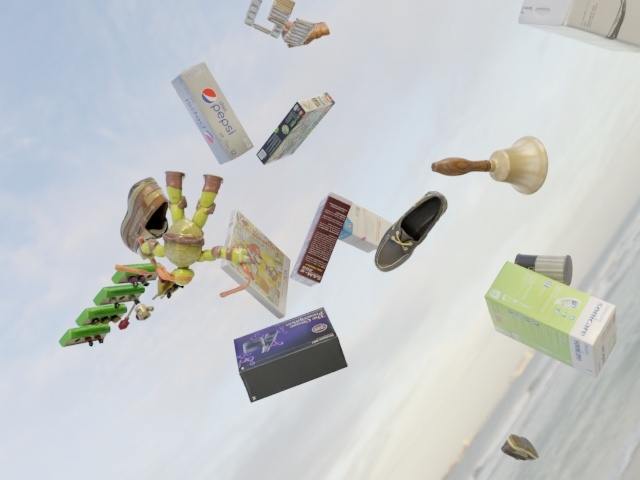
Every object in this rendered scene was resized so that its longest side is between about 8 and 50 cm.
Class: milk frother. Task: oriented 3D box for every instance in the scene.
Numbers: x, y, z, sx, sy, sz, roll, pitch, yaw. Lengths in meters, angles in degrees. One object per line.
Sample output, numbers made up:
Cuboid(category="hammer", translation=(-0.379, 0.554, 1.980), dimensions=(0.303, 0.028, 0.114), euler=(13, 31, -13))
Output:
Cuboid(category="milk frother", translation=(0.606, 0.078, 1.828), dimensions=(0.143, 0.134, 0.129), euler=(-49, -49, -43))

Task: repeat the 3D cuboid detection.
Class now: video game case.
Cuboid(category="video game case", translation=(-0.158, 0.058, 1.726), dimensions=(0.026, 0.227, 0.206), euler=(-28, 36, 25))

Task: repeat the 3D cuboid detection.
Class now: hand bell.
Cuboid(category="hand bell", translation=(0.332, -0.152, 1.407), dimensions=(0.242, 0.126, 0.126), euler=(-4, -46, -24))

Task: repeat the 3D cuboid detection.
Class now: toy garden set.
Cuboid(category="toy garden set", translation=(-0.401, 0.144, 1.448), dimensions=(0.244, 0.049, 0.203), euler=(-46, -20, 22))

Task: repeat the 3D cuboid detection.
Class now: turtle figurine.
Cuboid(category="turtle figurine", translation=(-0.250, -0.013, 1.219), dimensions=(0.087, 0.269, 0.217), euler=(6, -91, -73))

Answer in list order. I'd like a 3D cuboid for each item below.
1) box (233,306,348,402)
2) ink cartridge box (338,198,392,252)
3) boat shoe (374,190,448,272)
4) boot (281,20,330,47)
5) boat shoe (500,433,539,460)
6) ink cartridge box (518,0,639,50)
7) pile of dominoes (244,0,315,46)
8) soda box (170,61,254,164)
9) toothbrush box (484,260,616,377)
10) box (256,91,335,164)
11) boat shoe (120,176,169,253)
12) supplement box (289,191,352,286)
Cuboid(category="box", translation=(-0.082, 0.290, 1.767), dimensions=(0.261, 0.184, 0.103), euler=(-20, -66, -5))
Cuboid(category="ink cartridge box", translation=(0.121, -0.033, 1.988), dimensions=(0.061, 0.181, 0.104), euler=(-27, 47, 47))
Cuboid(category="boat shoe", translation=(0.197, -0.020, 1.541), dimensions=(0.228, 0.081, 0.068), euler=(-51, -9, 10))
Cuboid(category="boot", translation=(-0.057, -0.724, 2.339), dimensions=(0.152, 0.197, 0.073), euler=(-18, -44, -4))
Cuboid(category="boat shoe", translation=(0.489, 0.515, 1.685), dimensions=(0.049, 0.056, 0.152), euler=(-41, -48, 16))
Cuboid(category="ink cartridge box", translation=(0.645, -0.526, 1.587), dimensions=(0.211, 0.289, 0.122), euler=(-130, 51, -66))
Cuboid(category="pile of dominoes", translation=(-0.120, -0.663, 2.045), dimensions=(0.251, 0.196, 0.040), euler=(-178, 110, -77))
Cuboid(category="soda box", translation=(-0.317, -0.370, 2.006), dimensions=(0.091, 0.286, 0.098), euler=(-37, 14, -26))
Cuboid(category="toothbrush box", translation=(0.570, 0.195, 1.692), dimensions=(0.122, 0.283, 0.206), euler=(-53, -37, -15))
Cuboid(category="box", translation=(-0.062, -0.267, 1.640), dimensions=(0.114, 0.036, 0.207), euler=(-29, -11, -45))
Cuboid(category="boat shoe", translation=(-0.541, -0.053, 2.136), dimensions=(0.122, 0.120, 0.324), euler=(-39, -17, -36))
Cuboid(category="supplement box", translation=(0.000, 0.000, 1.850), dimensions=(0.130, 0.073, 0.239), euler=(144, 149, -75))
